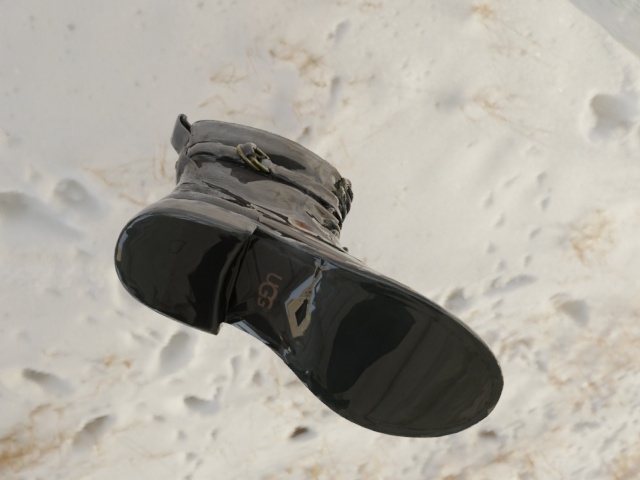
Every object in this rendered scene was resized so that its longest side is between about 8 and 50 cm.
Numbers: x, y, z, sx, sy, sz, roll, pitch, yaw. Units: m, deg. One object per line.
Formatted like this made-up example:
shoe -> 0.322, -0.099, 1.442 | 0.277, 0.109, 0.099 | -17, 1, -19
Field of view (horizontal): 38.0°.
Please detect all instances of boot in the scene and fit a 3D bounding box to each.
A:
boot -> 0.000, 0.000, 0.619 | 0.263, 0.229, 0.091 | 28, 113, -5

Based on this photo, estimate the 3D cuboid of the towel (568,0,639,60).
towel -> 0.185, -0.234, 0.617 | 0.090, 0.320, 0.374 | -47, 176, 10
